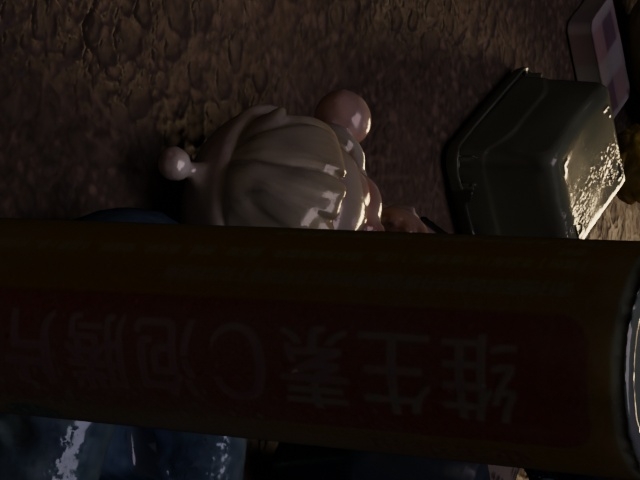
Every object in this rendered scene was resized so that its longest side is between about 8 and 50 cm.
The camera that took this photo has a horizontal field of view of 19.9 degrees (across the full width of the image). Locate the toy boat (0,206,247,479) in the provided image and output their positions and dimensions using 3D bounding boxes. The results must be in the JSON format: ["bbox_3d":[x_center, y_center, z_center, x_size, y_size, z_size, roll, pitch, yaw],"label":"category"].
[{"bbox_3d":[-0.106,0.147,0.999,0.215,0.123,0.330,19,77,-57],"label":"toy boat"}]

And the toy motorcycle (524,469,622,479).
[{"bbox_3d":[0.321,0.229,1.535,0.182,0.319,0.241,-50,126,-50],"label":"toy motorcycle"}]

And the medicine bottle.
[{"bbox_3d":[-0.049,0.035,0.787,0.108,0.426,0.108,-3,94,-58],"label":"medicine bottle"}]

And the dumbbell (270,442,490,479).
[{"bbox_3d":[0.000,0.259,1.157,0.316,0.156,0.143,-65,-174,-33],"label":"dumbbell"}]

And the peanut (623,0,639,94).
[{"bbox_3d":[0.390,-0.132,1.795,0.149,0.149,0.313,-62,141,-36],"label":"peanut"}]

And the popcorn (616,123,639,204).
[{"bbox_3d":[0.306,-0.065,1.730,0.084,0.084,0.084,-7,98,-59],"label":"popcorn"}]

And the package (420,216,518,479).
[{"bbox_3d":[0.118,0.121,1.433,0.251,0.062,0.204,41,58,-51],"label":"package"}]

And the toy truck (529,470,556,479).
[{"bbox_3d":[0.171,0.234,1.450,0.090,0.056,0.073,-41,156,-47],"label":"toy truck"}]

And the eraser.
[{"bbox_3d":[0.257,-0.167,1.680,0.065,0.026,0.105,-52,135,-48],"label":"eraser"}]

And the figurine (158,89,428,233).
[{"bbox_3d":[-0.006,-0.006,1.158,0.182,0.144,0.257,-55,143,-11],"label":"figurine"}]

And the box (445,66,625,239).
[{"bbox_3d":[0.183,-0.059,1.497,0.172,0.093,0.124,-49,132,-46],"label":"box"}]
